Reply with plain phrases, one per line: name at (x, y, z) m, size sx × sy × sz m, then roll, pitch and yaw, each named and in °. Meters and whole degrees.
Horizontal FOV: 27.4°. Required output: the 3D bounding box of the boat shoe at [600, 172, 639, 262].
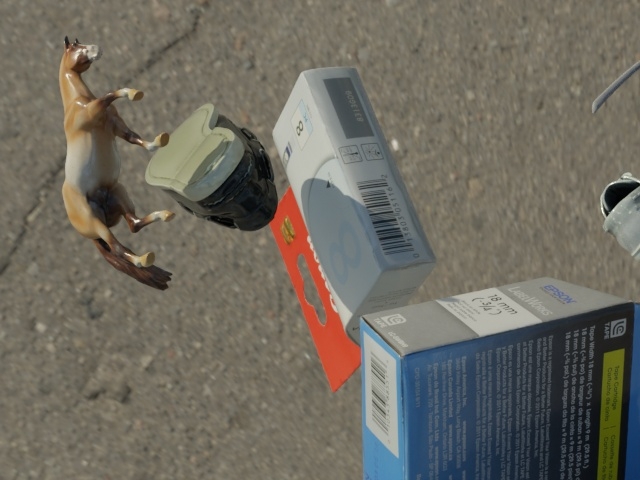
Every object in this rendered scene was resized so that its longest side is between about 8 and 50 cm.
boat shoe at (0.339, -0.037, 1.388) m, size 0.081 × 0.227 × 0.079 m, roll 40°, pitch 108°, yaw 5°

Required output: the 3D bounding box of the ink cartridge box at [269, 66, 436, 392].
ink cartridge box at (0.000, 0.000, 1.791) m, size 0.091 × 0.385 × 0.308 m, roll -8°, pitch 62°, yaw -27°

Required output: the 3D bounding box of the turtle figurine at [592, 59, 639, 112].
turtle figurine at (0.519, -0.280, 1.671) m, size 0.275 × 0.198 × 0.266 m, roll 11°, pitch 74°, yaw -12°

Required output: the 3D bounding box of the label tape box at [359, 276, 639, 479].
label tape box at (0.212, 0.173, 1.364) m, size 0.334 × 0.240 × 0.106 m, roll -10°, pitch 23°, yaw -21°

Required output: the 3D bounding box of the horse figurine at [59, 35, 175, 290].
horse figurine at (-0.220, -0.072, 1.369) m, size 0.174 × 0.066 × 0.263 m, roll 16°, pitch 117°, yaw 44°

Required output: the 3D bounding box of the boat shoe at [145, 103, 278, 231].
boat shoe at (-0.120, -0.081, 1.571) m, size 0.113 × 0.340 × 0.127 m, roll 41°, pitch 84°, yaw -19°
